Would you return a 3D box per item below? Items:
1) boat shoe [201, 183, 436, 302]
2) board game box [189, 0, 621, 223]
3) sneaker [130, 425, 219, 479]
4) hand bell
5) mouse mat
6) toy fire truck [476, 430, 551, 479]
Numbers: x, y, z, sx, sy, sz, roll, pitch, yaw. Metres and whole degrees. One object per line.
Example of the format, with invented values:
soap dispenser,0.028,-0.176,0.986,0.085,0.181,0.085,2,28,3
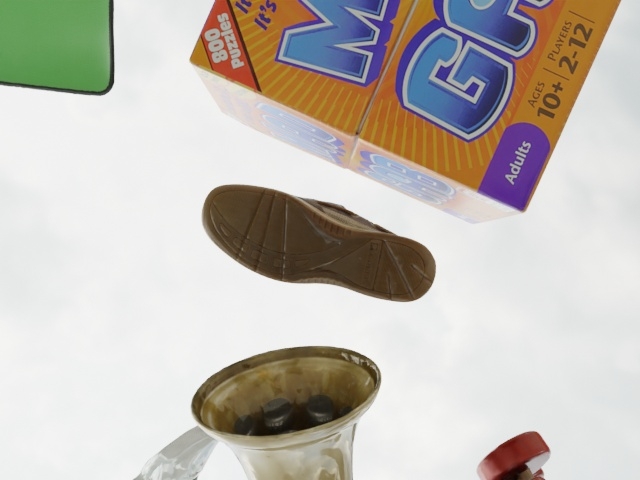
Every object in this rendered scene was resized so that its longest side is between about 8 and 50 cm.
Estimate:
boat shoe,0.000,0.000,1.630,0.342,0.123,0.123,14,-171,5
board game box,0.105,-0.253,1.251,0.356,0.356,0.356,24,179,0
sneaker,-0.179,0.305,1.378,0.094,0.212,0.080,48,-167,11
hand bell,-0.004,0.207,0.775,0.126,0.242,0.126,-9,-161,3
mouse mat,-0.234,-0.215,0.911,0.152,0.190,0.007,8,-163,16
toy fire truck,0.225,0.405,1.518,0.254,0.302,0.169,-29,-116,-7
